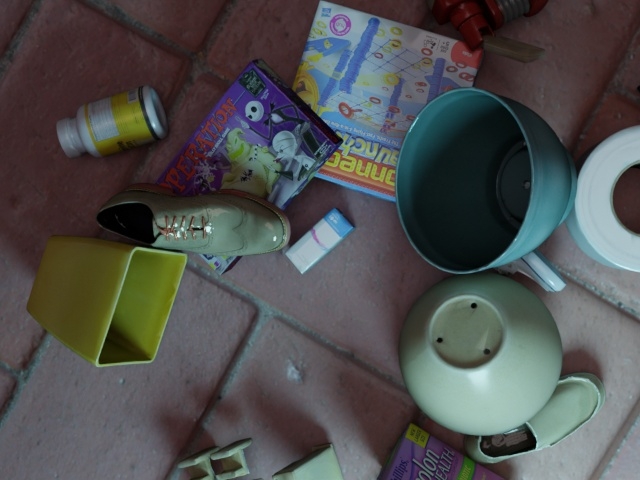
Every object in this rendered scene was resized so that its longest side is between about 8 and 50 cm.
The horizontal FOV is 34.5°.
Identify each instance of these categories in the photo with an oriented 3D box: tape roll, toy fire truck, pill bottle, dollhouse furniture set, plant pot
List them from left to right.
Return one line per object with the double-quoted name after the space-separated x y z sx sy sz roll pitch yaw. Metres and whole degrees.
-0.390 0.090 1.833 0.187 0.212 0.212 19 92 19 "plant pot"
-0.379 -0.210 1.873 0.184 0.103 0.103 -16 88 6 "pill bottle"
-0.099 0.458 1.848 0.242 0.161 0.212 -18 88 28 "dollhouse furniture set"
0.257 0.172 1.722 0.284 0.191 0.284 -4 72 13 "plant pot"
0.291 -0.094 1.677 0.293 0.196 0.293 0 90 50 "plant pot"
0.319 -0.399 1.744 0.217 0.158 0.246 -26 80 -8 "toy fire truck"
0.542 -0.068 1.745 0.246 0.169 0.246 0 89 6 "tape roll"

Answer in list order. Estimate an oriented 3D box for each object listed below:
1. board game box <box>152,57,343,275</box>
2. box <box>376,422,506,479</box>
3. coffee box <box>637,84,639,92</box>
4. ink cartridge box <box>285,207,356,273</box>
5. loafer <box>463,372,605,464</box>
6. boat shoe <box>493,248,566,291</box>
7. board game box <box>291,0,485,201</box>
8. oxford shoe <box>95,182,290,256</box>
-0.142 -0.124 1.811 0.208 0.056 0.347 47 118 8 "board game box"
0.208 0.460 1.742 0.243 0.213 0.117 30 115 6 "box"
0.622 -0.206 1.766 0.040 0.113 0.184 -35 88 3 "coffee box"
0.000 0.000 1.840 0.122 0.088 0.052 -44 86 4 "ink cartridge box"
0.378 0.321 1.798 0.269 0.092 0.102 -31 87 5 "loafer"
0.329 0.022 1.820 0.226 0.083 0.076 45 105 16 "boat shoe"
0.100 -0.235 1.832 0.308 0.086 0.301 17 91 6 "board game box"
-0.224 -0.020 1.780 0.348 0.130 0.123 5 108 22 "oxford shoe"
